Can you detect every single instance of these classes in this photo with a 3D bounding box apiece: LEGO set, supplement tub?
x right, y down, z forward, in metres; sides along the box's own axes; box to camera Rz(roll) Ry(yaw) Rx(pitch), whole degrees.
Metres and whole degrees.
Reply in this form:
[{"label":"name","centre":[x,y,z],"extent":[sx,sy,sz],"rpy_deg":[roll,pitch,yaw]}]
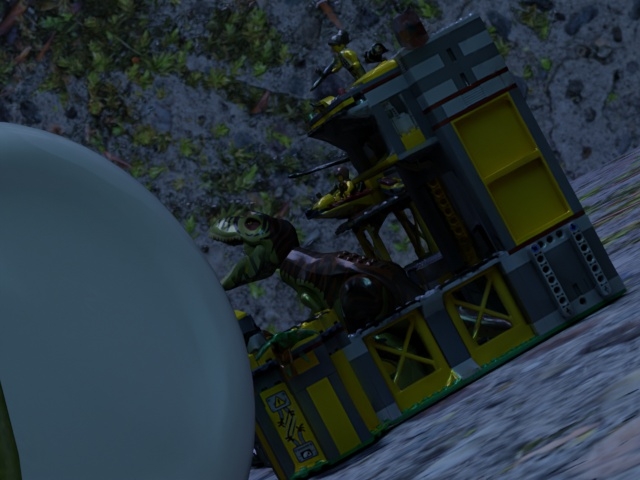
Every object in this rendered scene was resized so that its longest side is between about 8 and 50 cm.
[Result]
[{"label":"LEGO set","centre":[0.000,0.000,1.009],"extent":[0.255,0.192,0.331],"rpy_deg":[-28,0,-7]},{"label":"supplement tub","centre":[-0.203,0.102,0.773],"extent":[0.338,0.207,0.207],"rpy_deg":[-27,1,42]}]

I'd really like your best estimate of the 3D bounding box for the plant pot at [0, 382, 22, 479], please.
[{"label":"plant pot","centre":[-0.245,0.070,0.373],"extent":[0.366,0.366,0.353],"rpy_deg":[-28,11,-37]}]
